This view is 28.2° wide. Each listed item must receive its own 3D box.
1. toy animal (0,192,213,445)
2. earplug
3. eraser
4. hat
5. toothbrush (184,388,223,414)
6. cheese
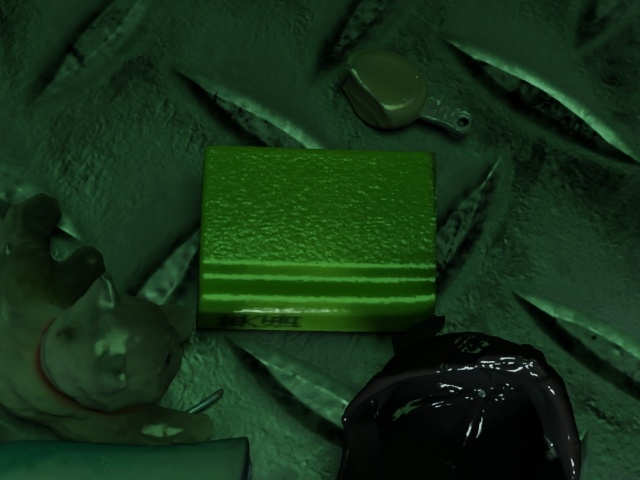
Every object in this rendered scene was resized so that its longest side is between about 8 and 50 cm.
[{"bbox_3d":[-0.265,0.065,1.311,0.266,0.188,0.307,-8,70,3],"label":"toy animal"},{"bbox_3d":[-0.238,0.271,1.240,0.324,0.185,0.185,5,64,1],"label":"earplug"},{"bbox_3d":[0.000,0.000,1.437,0.274,0.092,0.210,4,65,-6],"label":"eraser"},{"bbox_3d":[0.140,0.234,1.330,0.238,0.209,0.336,24,103,12],"label":"hat"},{"bbox_3d":[-0.181,0.211,1.348,0.193,0.013,0.019,-33,81,-21],"label":"toothbrush"},{"bbox_3d":[0.101,-0.170,1.556,0.171,0.047,0.092,42,67,10],"label":"cheese"}]
